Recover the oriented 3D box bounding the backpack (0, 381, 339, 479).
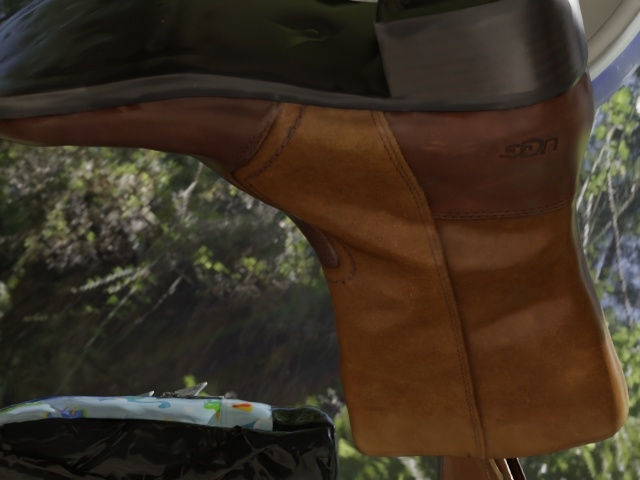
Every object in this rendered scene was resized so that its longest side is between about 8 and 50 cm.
[{"bbox_3d":[-0.189,0.270,1.019,0.355,0.273,0.290,4,-87,-17],"label":"backpack"}]

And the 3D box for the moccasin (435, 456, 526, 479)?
[{"bbox_3d":[0.197,0.211,1.266,0.147,0.380,0.139,-20,-48,20],"label":"moccasin"}]

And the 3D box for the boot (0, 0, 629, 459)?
[{"bbox_3d":[0.000,0.000,0.510,0.264,0.096,0.280,-9,-46,10],"label":"boot"}]

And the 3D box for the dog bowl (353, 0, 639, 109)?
[{"bbox_3d":[0.069,-0.180,0.616,0.265,0.104,0.265,-2,-96,18],"label":"dog bowl"}]
